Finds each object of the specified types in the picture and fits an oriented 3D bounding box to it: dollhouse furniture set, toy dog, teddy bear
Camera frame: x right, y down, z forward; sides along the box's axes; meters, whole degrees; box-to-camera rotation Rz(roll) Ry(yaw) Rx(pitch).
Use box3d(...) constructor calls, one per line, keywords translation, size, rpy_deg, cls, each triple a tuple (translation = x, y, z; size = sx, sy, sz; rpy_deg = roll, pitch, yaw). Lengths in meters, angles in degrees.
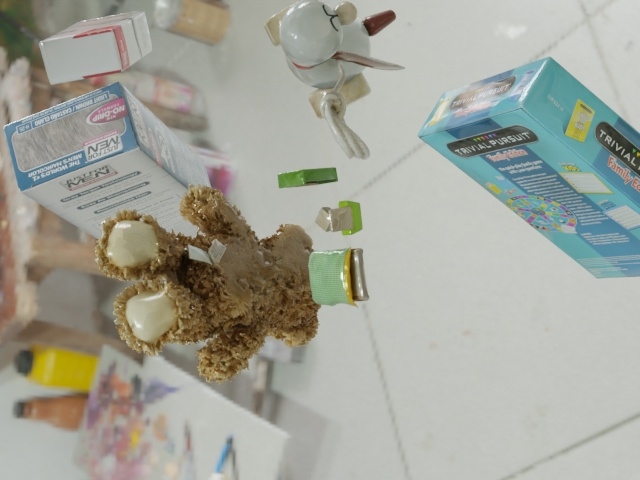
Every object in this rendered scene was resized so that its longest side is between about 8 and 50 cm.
box3d(translation=(0.000, 0.000, 1.288), size=(0.076, 0.058, 0.152), rpy_deg=(-5, 93, 42), cls="dollhouse furniture set")
box3d(translation=(0.032, -0.253, 1.528), size=(0.161, 0.220, 0.334), rpy_deg=(-32, 22, 1), cls="toy dog")
box3d(translation=(-0.135, 0.055, 1.480), size=(0.113, 0.338, 0.245), rpy_deg=(-38, 83, 33), cls="teddy bear")

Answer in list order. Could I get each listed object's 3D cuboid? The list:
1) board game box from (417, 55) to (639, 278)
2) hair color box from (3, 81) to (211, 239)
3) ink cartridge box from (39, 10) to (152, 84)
box3d(translation=(0.321, -0.079, 1.543), size=(0.079, 0.336, 0.254), rpy_deg=(-58, 18, -15), cls="board game box")
box3d(translation=(-0.283, -0.093, 1.734), size=(0.174, 0.347, 0.105), rpy_deg=(-20, 73, 7), cls="hair color box")
box3d(translation=(-0.279, -0.243, 1.544), size=(0.099, 0.135, 0.056), rpy_deg=(-8, 108, 13), cls="ink cartridge box")
